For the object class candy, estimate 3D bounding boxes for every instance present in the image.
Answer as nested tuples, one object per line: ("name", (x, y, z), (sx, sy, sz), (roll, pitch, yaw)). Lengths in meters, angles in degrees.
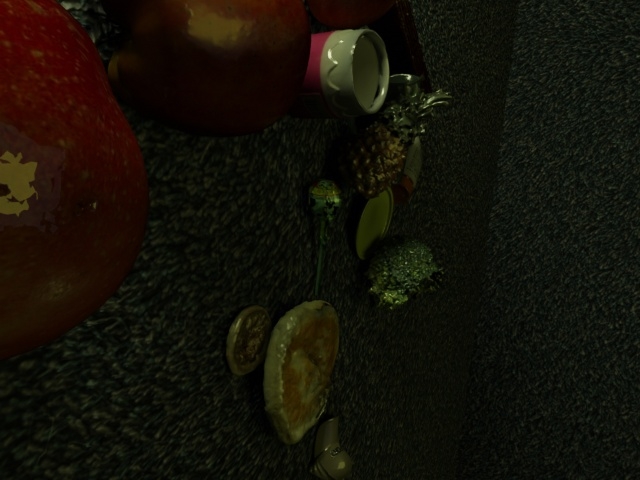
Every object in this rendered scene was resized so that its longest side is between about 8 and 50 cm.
("candy", (0.000, 0.000, 1.147), (0.091, 0.083, 0.305), (-22, 122, -56))

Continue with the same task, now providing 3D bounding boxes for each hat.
("hat", (0.042, 0.584, 1.301), (0.147, 0.085, 0.175), (0, 97, -56))

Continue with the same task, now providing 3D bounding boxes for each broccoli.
("broccoli", (0.249, 0.126, 1.423), (0.263, 0.247, 0.243), (-89, -158, -48))

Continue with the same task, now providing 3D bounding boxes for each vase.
("vase", (0.182, -0.310, 1.305), (0.251, 0.156, 0.301), (-10, 113, -28))

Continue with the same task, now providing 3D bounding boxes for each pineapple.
("pineapple", (0.187, -0.269, 1.169), (0.340, 0.169, 0.169), (-47, 146, 8))

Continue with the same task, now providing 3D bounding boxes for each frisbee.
("frisbee", (0.160, -0.054, 1.381), (0.236, 0.017, 0.236), (-40, 141, -43))

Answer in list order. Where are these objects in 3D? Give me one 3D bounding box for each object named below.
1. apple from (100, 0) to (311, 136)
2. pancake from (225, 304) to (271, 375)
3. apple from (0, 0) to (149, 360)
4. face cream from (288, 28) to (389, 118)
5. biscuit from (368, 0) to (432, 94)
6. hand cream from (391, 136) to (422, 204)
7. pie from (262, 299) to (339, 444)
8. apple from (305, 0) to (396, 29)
("apple", (-0.178, -0.340, 0.748), (0.329, 0.295, 0.365), (53, 39, 2))
("pancake", (-0.149, 0.212, 0.984), (0.151, 0.025, 0.151), (-23, 116, -60))
("apple", (-0.311, -0.065, 0.394), (0.277, 0.348, 0.348), (-22, 115, -38))
("face cream", (0.026, -0.350, 0.987), (0.175, 0.195, 0.175), (-20, 114, -54))
("biscuit", (0.238, -0.538, 1.361), (0.073, 0.107, 0.388), (-64, 143, -26))
("hand cream", (0.294, -0.248, 1.531), (0.314, 0.089, 0.140), (-55, 139, -43))
("pie", (-0.040, 0.307, 1.111), (0.339, 0.077, 0.339), (-30, 125, -56))
("apple", (0.064, -0.572, 1.000), (0.230, 0.230, 0.230), (-17, 110, -55))
